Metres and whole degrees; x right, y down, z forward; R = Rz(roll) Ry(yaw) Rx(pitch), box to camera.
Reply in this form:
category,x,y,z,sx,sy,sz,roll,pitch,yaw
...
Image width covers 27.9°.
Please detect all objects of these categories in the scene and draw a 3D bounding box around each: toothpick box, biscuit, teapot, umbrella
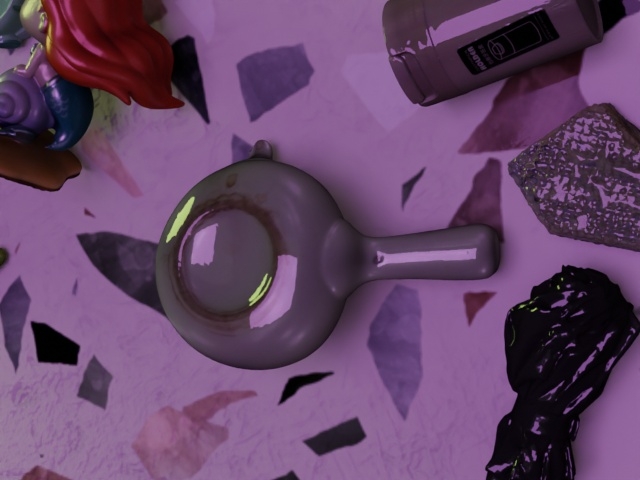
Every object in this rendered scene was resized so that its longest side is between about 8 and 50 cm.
category,x,y,z,sx,sy,sz,roll,pitch,yaw
toothpick box,0.158,-0.203,1.194,0.180,0.111,0.111,-18,83,24
biscuit,0.301,-0.080,1.160,0.250,0.046,0.147,-35,76,23
teapot,-0.007,0.038,1.261,0.318,0.149,0.220,22,94,25
umbrella,0.197,0.186,1.195,0.118,0.118,0.340,23,105,25

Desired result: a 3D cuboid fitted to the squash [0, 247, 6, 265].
category,x,y,z,sx,sy,sz,roll,pitch,yaw
squash,-0.406,0.038,1.532,0.089,0.027,0.027,-41,74,24

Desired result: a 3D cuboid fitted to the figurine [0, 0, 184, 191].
category,x,y,z,sx,sy,sz,roll,pitch,yaw
figurine,-0.262,-0.192,1.376,0.208,0.181,0.257,49,116,39

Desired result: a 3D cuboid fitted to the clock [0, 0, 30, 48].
category,x,y,z,sx,sy,sz,roll,pitch,yaw
clock,-0.376,-0.295,1.489,0.188,0.060,0.148,-41,74,23
